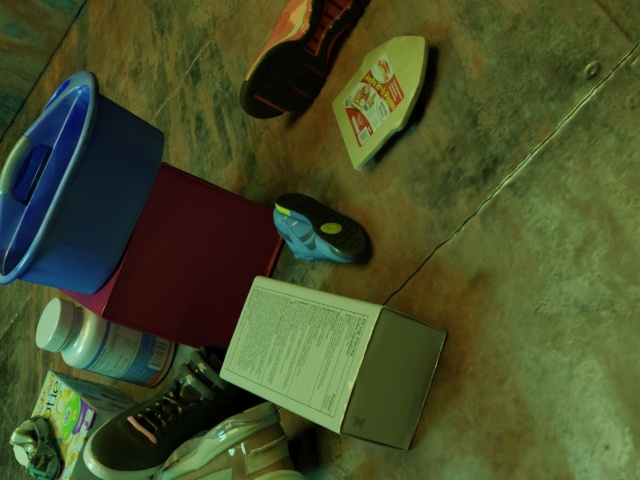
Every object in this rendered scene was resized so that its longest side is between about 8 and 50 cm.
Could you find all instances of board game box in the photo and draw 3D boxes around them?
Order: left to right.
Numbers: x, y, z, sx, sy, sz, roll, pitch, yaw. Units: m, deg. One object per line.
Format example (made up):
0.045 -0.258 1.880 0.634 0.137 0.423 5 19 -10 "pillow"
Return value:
-0.405 0.344 1.663 0.275 0.144 0.142 13 82 58 "board game box"

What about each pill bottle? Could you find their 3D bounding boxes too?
-0.381 0.176 1.661 0.124 0.221 0.124 -34 44 41 "pill bottle"

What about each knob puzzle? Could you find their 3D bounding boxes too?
0.101 -0.219 1.389 0.213 0.030 0.213 -35 43 41 "knob puzzle"

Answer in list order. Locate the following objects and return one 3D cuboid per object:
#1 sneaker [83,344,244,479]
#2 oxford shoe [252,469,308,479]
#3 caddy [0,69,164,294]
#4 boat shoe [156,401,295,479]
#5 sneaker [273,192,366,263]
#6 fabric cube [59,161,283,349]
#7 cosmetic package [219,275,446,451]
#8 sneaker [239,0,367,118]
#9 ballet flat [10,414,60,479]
-0.208 0.231 1.328 0.104 0.296 0.147 40 117 18 "sneaker"
-0.163 0.437 1.235 0.449 0.169 0.130 -55 36 26 "oxford shoe"
-0.386 -0.084 1.404 0.241 0.179 0.341 27 93 57 "caddy"
-0.135 0.335 1.296 0.116 0.123 0.324 59 143 14 "boat shoe"
0.000 0.000 1.380 0.209 0.069 0.082 33 131 49 "sneaker"
-0.248 0.018 1.539 0.258 0.254 0.259 14 82 58 "fabric cube"
0.005 0.150 1.218 0.309 0.113 0.160 11 79 57 "cosmetic package"
-0.030 -0.345 1.614 0.314 0.116 0.136 -54 23 7 "sneaker"
-0.494 0.346 1.597 0.188 0.070 0.070 28 94 58 "ballet flat"
